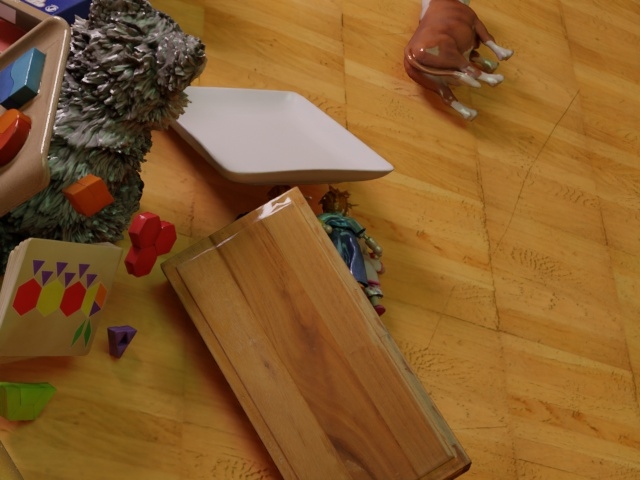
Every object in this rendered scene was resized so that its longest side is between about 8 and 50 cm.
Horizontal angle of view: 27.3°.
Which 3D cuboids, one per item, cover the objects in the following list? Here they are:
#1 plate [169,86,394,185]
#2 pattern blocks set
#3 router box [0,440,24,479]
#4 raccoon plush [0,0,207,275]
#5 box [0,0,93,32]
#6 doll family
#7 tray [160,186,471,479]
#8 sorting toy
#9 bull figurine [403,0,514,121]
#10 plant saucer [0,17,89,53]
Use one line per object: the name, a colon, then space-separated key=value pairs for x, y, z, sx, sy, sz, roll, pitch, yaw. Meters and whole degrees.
plate: x=-0.080 y=-0.142 z=1.855 sx=0.278 sy=0.045 sz=0.277 roll=-3 pitch=30 yaw=-36
pattern blocks set: x=-0.294 y=0.065 z=1.468 sx=0.026 sy=0.285 sz=0.325 roll=22 pitch=-2 yaw=27
router box: x=-0.392 y=0.255 z=1.144 sx=0.243 sy=0.081 sz=0.309 roll=61 pitch=31 yaw=-7
raccoon plush: x=-0.287 y=-0.094 z=1.552 sx=0.216 sy=0.299 sz=0.446 roll=28 pitch=45 yaw=-14
box: x=-0.340 y=-0.341 z=1.755 sx=0.136 sy=0.037 sz=0.225 roll=27 pitch=39 yaw=21
doll family: x=0.000 y=0.000 z=1.804 sx=0.263 sy=0.118 sz=0.163 roll=11 pitch=51 yaw=-27
tray: x=-0.010 y=0.155 z=1.631 sx=0.202 sy=0.076 sz=0.411 roll=-30 pitch=73 yaw=-7
sorting toy: x=-0.399 y=-0.101 z=1.481 sx=0.041 sy=0.307 sz=0.229 roll=32 pitch=43 yaw=-39
bull figurine: x=0.231 y=-0.340 z=2.250 sx=0.188 sy=0.101 sz=0.310 roll=36 pitch=43 yaw=-7
plant saucer: x=-0.413 y=-0.315 z=1.770 sx=0.258 sy=0.048 sz=0.259 roll=25 pitch=39 yaw=20
